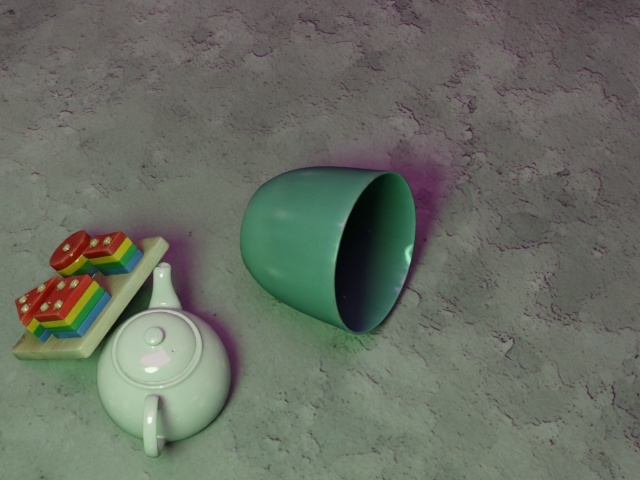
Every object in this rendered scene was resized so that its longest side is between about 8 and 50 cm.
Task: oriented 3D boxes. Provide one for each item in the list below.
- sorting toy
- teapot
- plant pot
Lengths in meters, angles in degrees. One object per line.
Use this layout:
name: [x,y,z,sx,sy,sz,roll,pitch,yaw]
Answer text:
sorting toy: [-0.430,0.083,2.072,0.255,0.089,0.257,-8,42,49]
teapot: [-0.274,0.213,2.010,0.252,0.187,0.256,-40,65,-22]
plant pot: [0.000,0.000,2.102,0.235,0.293,0.293,13,56,29]
